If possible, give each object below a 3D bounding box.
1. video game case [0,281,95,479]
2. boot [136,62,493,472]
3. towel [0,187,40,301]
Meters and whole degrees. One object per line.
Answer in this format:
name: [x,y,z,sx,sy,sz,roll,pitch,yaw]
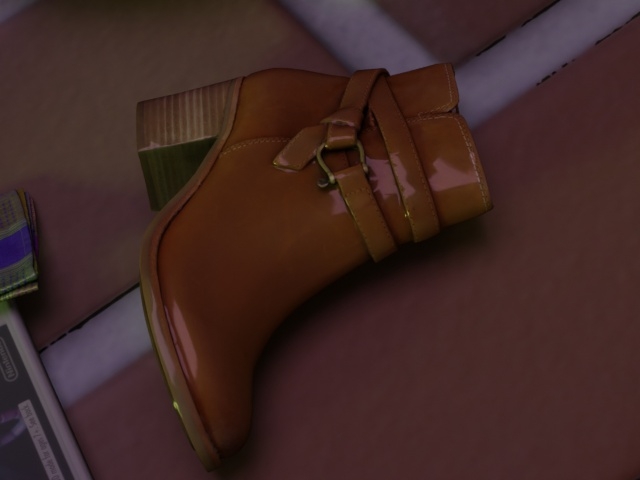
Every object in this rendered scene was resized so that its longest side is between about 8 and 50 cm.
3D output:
video game case: [-0.180,0.126,0.749,0.173,0.022,0.190,-27,56,-6]
boot: [0.000,0.000,0.768,0.152,0.073,0.197,-8,58,2]
towel: [-0.159,0.006,0.816,0.060,0.009,0.083,-18,33,-2]
